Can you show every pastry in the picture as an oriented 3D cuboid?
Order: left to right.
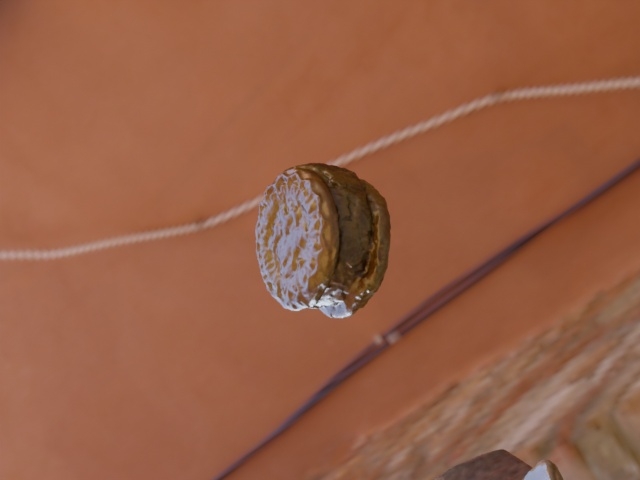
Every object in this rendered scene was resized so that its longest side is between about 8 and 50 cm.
[{"bbox_3d":[0.000,0.000,1.215,0.057,0.097,0.109,8,-161,-32],"label":"pastry"}]

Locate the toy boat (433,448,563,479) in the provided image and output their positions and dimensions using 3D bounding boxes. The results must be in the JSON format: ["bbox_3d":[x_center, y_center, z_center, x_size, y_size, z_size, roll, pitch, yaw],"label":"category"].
[{"bbox_3d":[0.105,0.279,1.272,0.111,0.293,0.276,28,-91,-20],"label":"toy boat"}]
